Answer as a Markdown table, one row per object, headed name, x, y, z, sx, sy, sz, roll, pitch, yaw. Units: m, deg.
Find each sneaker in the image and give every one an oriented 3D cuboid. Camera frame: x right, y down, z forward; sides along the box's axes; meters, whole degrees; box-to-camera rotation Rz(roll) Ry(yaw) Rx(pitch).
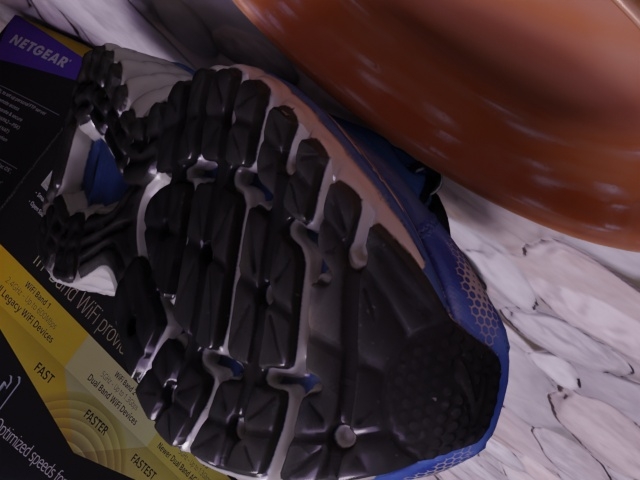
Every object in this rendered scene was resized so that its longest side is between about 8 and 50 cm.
| name | x | y | z | sx | sy | sz | roll | pitch | yaw |
| --- | --- | --- | --- | --- | --- | --- | --- | --- | --- |
| sneaker | 0.000 | 0.000 | 0.685 | 0.147 | 0.129 | 0.330 | 10 | -168 | -22 |

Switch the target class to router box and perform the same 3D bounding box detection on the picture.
| name | x | y | z | sx | sy | sz | roll | pitch | yaw |
| --- | --- | --- | --- | --- | --- | --- | --- | --- | --- |
| router box | -0.139 | 0.069 | 0.983 | 0.081 | 0.243 | 0.309 | 26 | 162 | 34 |

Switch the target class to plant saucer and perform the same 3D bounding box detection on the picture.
| name | x | y | z | sx | sy | sz | roll | pitch | yaw |
| --- | --- | --- | --- | --- | --- | --- | --- | --- | --- |
| plant saucer | 0.042 | -0.070 | 0.529 | 0.200 | 0.037 | 0.200 | 33 | 165 | 10 |
